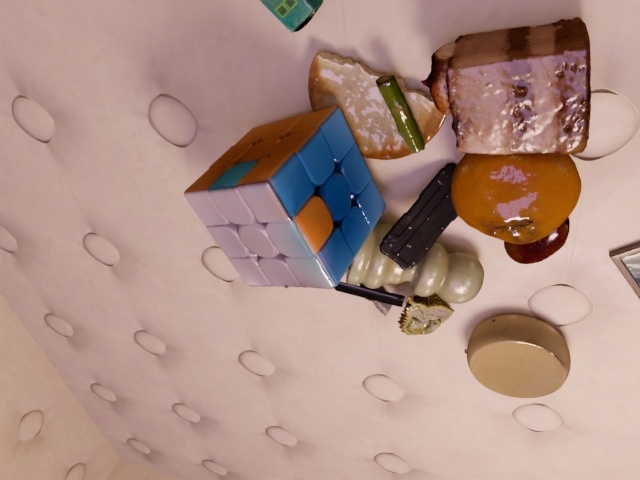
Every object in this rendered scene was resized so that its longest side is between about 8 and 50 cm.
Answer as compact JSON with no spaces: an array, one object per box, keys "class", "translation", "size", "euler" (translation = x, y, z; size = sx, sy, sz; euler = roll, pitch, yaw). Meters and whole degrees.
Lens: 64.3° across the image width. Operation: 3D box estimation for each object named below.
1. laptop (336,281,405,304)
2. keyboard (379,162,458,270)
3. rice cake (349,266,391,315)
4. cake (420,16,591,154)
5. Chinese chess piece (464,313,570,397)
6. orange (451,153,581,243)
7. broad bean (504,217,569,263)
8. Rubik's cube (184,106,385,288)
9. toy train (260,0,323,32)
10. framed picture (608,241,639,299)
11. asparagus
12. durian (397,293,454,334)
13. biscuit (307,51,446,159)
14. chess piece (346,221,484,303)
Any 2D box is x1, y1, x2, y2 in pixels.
[{"class":"laptop","translation":[0.129,0.143,1.373],"size":[0.197,0.016,0.135],"euler":[14,166,10]},{"class":"keyboard","translation":[0.249,-0.053,1.178],"size":[0.106,0.016,0.262],"euler":[37,99,-10]},{"class":"rice cake","translation":[0.130,0.109,1.440],"size":[0.270,0.055,0.049],"euler":[53,168,-23]},{"class":"cake","translation":[0.332,-0.268,0.930],"size":[0.292,0.196,0.199],"euler":[0,130,23]},{"class":"Chinese chess piece","translation":[0.540,0.320,1.401],"size":[0.273,0.102,0.273],"euler":[12,133,13]},{"class":"orange","translation":[0.384,-0.099,1.028],"size":[0.248,0.183,0.249],"euler":[9,150,5]},{"class":"broad bean","translation":[0.492,-0.007,1.162],"size":[0.114,0.084,0.165],"euler":[52,138,0]},{"class":"Rubik's cube","translation":[-0.070,-0.090,1.166],"size":[0.291,0.292,0.291],"euler":[-2,130,40]},{"class":"toy train","translation":[-0.017,-0.542,0.917],"size":[0.194,0.120,0.298],"euler":[41,133,-22]},{"class":"framed picture","translation":[0.849,0.054,1.093],"size":[0.335,0.022,0.247],"euler":[-28,113,39]},{"class":"asparagus","translation":[0.170,-0.262,1.061],"size":[0.045,0.041,0.178],"euler":[8,139,50]},{"class":"durian","translation":[0.265,0.189,1.383],"size":[0.146,0.102,0.208],"euler":[-40,142,9]},{"class":"biscuit","translation":[0.109,-0.280,1.127],"size":[0.308,0.040,0.205],"euler":[24,133,5]},{"class":"chess piece","translation":[0.244,0.067,1.285],"size":[0.330,0.182,0.182],"euler":[16,133,4]}]
